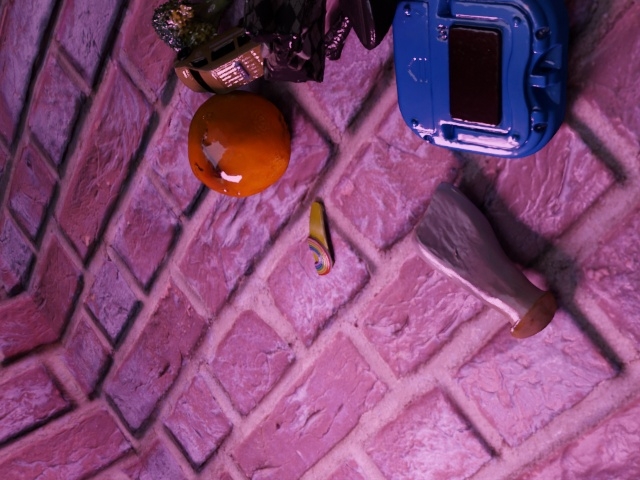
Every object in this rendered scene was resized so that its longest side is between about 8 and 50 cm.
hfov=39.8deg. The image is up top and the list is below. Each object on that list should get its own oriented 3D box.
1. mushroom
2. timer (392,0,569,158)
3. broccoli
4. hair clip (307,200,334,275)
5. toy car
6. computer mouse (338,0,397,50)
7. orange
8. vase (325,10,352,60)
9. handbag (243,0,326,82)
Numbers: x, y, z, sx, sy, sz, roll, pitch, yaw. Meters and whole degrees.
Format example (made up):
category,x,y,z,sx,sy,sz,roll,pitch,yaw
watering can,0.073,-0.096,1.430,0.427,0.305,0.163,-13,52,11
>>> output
category,x,y,z,sx,sy,sz,roll,pitch,yaw
mushroom,0.317,0.046,1.716,0.328,0.122,0.159,44,144,21
timer,0.273,-0.309,1.553,0.309,0.115,0.340,13,127,29
broccoli,-0.288,-0.516,2.049,0.194,0.219,0.194,1,92,19
hair clip,0.000,0.000,2.084,0.060,0.033,0.188,10,116,42
toy car,-0.201,-0.396,1.951,0.256,0.101,0.124,-24,47,17
computer mouse,0.083,-0.434,1.544,0.147,0.088,0.264,82,168,-45
orange,-0.190,-0.221,2.022,0.246,0.246,0.246,22,123,38
vase,0.050,-0.444,1.801,0.059,0.059,0.167,51,137,15
handbag,-0.063,-0.461,1.607,0.180,0.416,0.317,3,87,1
